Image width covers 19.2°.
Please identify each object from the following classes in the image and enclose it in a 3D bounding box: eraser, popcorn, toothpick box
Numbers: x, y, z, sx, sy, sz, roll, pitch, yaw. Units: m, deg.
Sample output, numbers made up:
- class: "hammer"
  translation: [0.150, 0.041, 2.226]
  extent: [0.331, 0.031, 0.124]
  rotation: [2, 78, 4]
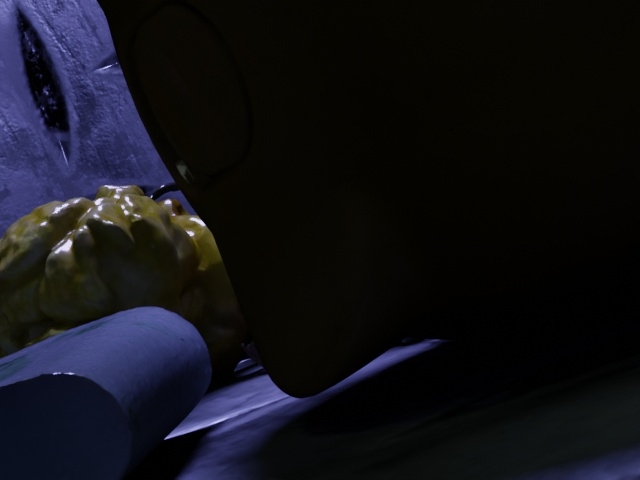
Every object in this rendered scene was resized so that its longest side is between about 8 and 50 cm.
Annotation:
- class: "eraser"
  translation: [-0.159, 0.105, 1.013]
  extent: [0.174, 0.081, 0.227]
  rotation: [-19, 4, 8]
- class: "popcorn"
  translation: [-0.133, 0.032, 1.278]
  extent: [0.195, 0.168, 0.173]
  rotation: [-25, 39, -25]
- class: "toothpick box"
  translation: [0.090, -0.150, 1.029]
  extent: [0.425, 0.409, 0.409]
  rotation: [-26, 6, -22]

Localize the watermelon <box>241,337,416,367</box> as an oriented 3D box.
- class: "watermelon"
  translation: [0.037, 0.046, 1.241]
  extent: [0.098, 0.158, 0.121]
  rotation: [-2, 34, -47]
